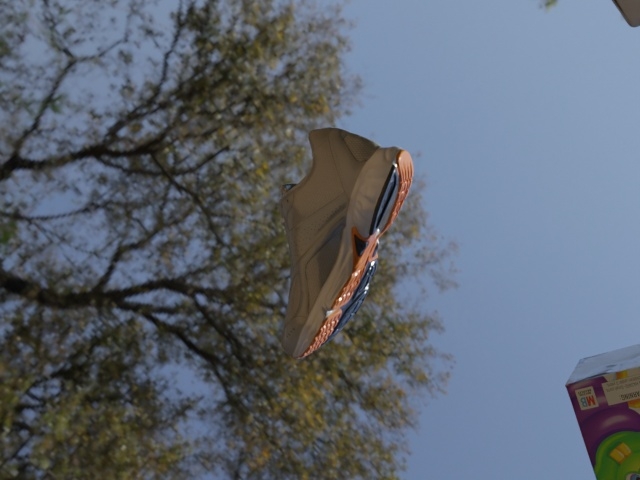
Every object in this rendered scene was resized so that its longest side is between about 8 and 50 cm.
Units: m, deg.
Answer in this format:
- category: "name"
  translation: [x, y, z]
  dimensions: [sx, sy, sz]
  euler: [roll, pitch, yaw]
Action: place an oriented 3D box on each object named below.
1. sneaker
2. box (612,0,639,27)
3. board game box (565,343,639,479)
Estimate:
- category: "sneaker"
  translation: [0.000, 0.000, 1.000]
  dimensions: [0.121, 0.099, 0.262]
  euler: [30, -69, 19]
- category: "box"
  translation: [0.240, -0.261, 0.656]
  dimensions: [0.113, 0.094, 0.275]
  euler: [-27, -156, 31]
- category: "board game box"
  translation: [0.355, 0.241, 0.910]
  dimensions: [0.142, 0.275, 0.144]
  euler: [-19, 176, 22]
